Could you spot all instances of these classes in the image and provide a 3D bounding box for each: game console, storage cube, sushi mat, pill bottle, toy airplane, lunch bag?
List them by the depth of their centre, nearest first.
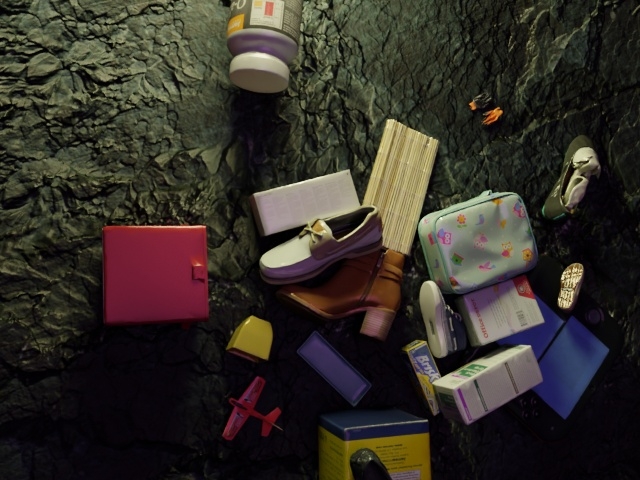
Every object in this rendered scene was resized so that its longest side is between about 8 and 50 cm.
[{"bbox_3d":[-0.333,0.074,1.214,0.193,0.184,0.214,0,85,-17],"label":"storage cube"},{"bbox_3d":[-0.147,0.376,1.324,0.151,0.028,0.151,1,86,-17],"label":"toy airplane"},{"bbox_3d":[-0.124,-0.486,1.348,0.162,0.162,0.278,8,82,-17],"label":"pill bottle"},{"bbox_3d":[0.191,-0.130,1.488,0.152,0.019,0.316,20,79,-16],"label":"sushi mat"},{"bbox_3d":[0.391,0.000,1.492,0.279,0.108,0.223,-17,88,-19],"label":"lunch bag"},{"bbox_3d":[0.582,0.279,1.551,0.342,0.060,0.386,44,73,-9],"label":"game console"}]

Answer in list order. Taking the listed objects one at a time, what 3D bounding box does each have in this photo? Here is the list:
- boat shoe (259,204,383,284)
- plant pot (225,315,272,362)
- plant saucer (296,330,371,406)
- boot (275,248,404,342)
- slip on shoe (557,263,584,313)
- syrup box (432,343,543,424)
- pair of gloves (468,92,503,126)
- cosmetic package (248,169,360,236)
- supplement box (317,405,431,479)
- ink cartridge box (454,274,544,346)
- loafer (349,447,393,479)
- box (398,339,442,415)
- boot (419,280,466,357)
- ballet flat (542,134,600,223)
[{"bbox_3d":[0.000,0.000,1.345,0.303,0.113,0.103,-22,134,-19],"label":"boat shoe"},{"bbox_3d":[-0.148,0.213,1.316,0.082,0.081,0.083,25,68,-14],"label":"plant pot"},{"bbox_3d":[0.031,0.296,1.395,0.192,0.018,0.067,45,74,-8],"label":"plant saucer"},{"bbox_3d":[0.056,0.090,1.382,0.284,0.109,0.220,19,71,-4],"label":"boot"},{"bbox_3d":[0.646,0.124,1.551,0.041,0.052,0.135,45,59,-44],"label":"slip on shoe"},{"bbox_3d":[0.392,0.333,1.413,0.237,0.093,0.096,-21,91,-21],"label":"syrup box"},{"bbox_3d":[0.436,-0.346,1.592,0.074,0.010,0.083,-38,94,-16],"label":"pair of gloves"},{"bbox_3d":[-0.035,-0.086,1.389,0.239,0.060,0.098,-16,91,-19],"label":"cosmetic package"},{"bbox_3d":[0.115,0.559,1.303,0.196,0.194,0.356,0,85,-17],"label":"supplement box"},{"bbox_3d":[0.436,0.173,1.477,0.175,0.072,0.127,-16,79,-11],"label":"ink cartridge box"},{"bbox_3d":[0.121,0.512,1.165,0.076,0.078,0.223,-23,91,-17],"label":"loafer"},{"bbox_3d":[0.250,0.327,1.443,0.059,0.054,0.168,-24,91,-19],"label":"box"},{"bbox_3d":[0.302,0.186,1.473,0.086,0.069,0.189,-12,96,-25],"label":"boot"},{"bbox_3d":[0.692,-0.167,1.610,0.095,0.096,0.280,30,76,-12],"label":"ballet flat"}]
